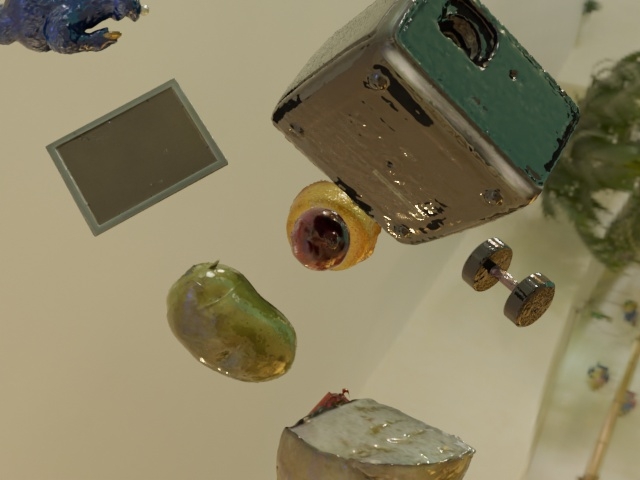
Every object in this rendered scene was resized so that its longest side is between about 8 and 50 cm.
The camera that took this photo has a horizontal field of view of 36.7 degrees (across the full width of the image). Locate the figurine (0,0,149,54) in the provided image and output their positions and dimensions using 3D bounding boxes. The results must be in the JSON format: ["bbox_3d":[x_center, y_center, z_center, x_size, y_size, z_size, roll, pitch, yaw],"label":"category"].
[{"bbox_3d":[-0.404,-0.361,1.505,0.262,0.164,0.121,-16,-51,-9],"label":"figurine"}]

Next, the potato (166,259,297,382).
[{"bbox_3d":[-0.147,0.141,1.600,0.248,0.169,0.143,39,-131,-21],"label":"potato"}]

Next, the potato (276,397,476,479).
[{"bbox_3d":[0.061,0.370,1.330,0.189,0.211,0.264,-24,-49,-49],"label":"potato"}]

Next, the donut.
[{"bbox_3d":[0.030,-0.034,2.503,0.118,0.253,0.253,-64,-21,-58],"label":"donut"}]

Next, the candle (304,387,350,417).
[{"bbox_3d":[0.010,0.352,1.970,0.130,0.052,0.052,-45,-28,-2],"label":"candle"}]

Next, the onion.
[{"bbox_3d":[0.000,0.000,1.931,0.131,0.131,0.131,-44,-37,-48],"label":"onion"}]

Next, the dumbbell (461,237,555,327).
[{"bbox_3d":[0.499,0.111,2.561,0.152,0.218,0.152,-29,-37,-25],"label":"dumbbell"}]

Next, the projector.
[{"bbox_3d":[0.168,-0.211,1.694,0.395,0.405,0.242,42,-119,-16],"label":"projector"}]

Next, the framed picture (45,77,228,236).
[{"bbox_3d":[-0.360,-0.165,1.893,0.296,0.232,0.019,-29,-20,-8],"label":"framed picture"}]
